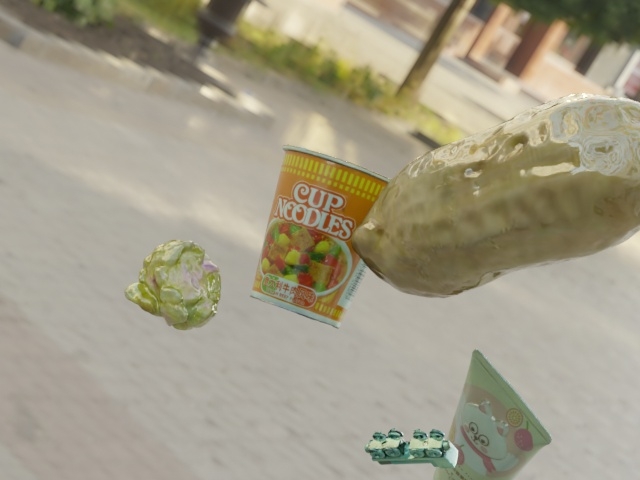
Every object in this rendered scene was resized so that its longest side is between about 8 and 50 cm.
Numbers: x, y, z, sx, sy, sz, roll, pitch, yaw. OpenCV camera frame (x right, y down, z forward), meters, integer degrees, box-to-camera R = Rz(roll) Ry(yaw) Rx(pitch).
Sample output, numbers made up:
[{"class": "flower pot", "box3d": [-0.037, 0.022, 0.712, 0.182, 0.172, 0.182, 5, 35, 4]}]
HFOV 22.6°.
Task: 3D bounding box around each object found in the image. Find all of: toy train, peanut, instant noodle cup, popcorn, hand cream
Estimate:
[{"class": "toy train", "box3d": [0.088, 0.204, 1.562, 0.092, 0.029, 0.045, -7, -39, 31]}, {"class": "peanut", "box3d": [0.207, -0.045, 1.734, 0.192, 0.387, 0.170, -1, 74, -60]}, {"class": "instant noodle cup", "box3d": [0.000, 0.000, 1.906, 0.168, 0.185, 0.168, 21, -3, 1]}, {"class": "popcorn", "box3d": [-0.153, 0.047, 1.727, 0.109, 0.089, 0.097, -47, 120, -53]}, {"class": "hand cream", "box3d": [0.215, 0.260, 2.048, 0.147, 0.093, 0.306, 51, -26, 22]}]
